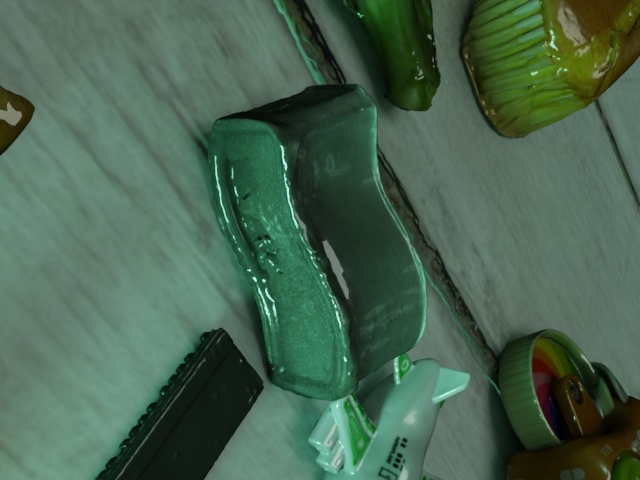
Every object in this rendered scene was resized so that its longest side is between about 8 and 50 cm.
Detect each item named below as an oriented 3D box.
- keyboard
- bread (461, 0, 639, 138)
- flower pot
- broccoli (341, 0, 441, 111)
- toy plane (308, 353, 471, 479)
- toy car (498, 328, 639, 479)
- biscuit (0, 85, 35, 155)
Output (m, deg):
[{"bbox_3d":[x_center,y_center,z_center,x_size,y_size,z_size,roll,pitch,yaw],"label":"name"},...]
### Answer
[{"bbox_3d":[-0.116,0.165,0.482,0.231,0.023,0.072,-55,130,-34],"label":"keyboard"},{"bbox_3d":[0.298,-0.258,0.865,0.288,0.156,0.204,-44,114,-38],"label":"bread"},{"bbox_3d":[0.000,0.000,0.562,0.108,0.103,0.229,-27,105,-43],"label":"flower pot"},{"bbox_3d":[0.058,-0.262,0.648,0.165,0.145,0.304,-38,124,-37],"label":"broccoli"},{"bbox_3d":[0.060,0.175,0.618,0.173,0.080,0.174,-5,97,-40],"label":"toy plane"},{"bbox_3d":[0.289,0.206,0.830,0.235,0.145,0.235,23,54,-35],"label":"toy car"},{"bbox_3d":[-0.267,-0.103,0.350,0.229,0.031,0.176,52,51,-26],"label":"biscuit"}]
